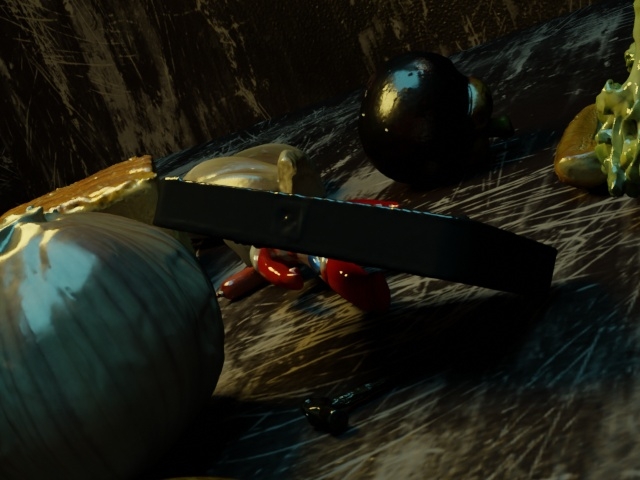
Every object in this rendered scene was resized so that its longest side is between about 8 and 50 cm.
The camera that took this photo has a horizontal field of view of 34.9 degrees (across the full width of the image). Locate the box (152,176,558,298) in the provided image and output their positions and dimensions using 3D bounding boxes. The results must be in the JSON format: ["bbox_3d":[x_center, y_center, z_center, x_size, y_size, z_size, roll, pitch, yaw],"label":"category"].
[{"bbox_3d":[0.029,-0.004,0.964,0.350,0.058,0.211,9,-1,34],"label":"box"}]

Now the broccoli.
[{"bbox_3d":[0.364,-0.158,1.006,0.248,0.245,0.288,-32,8,-2],"label":"broccoli"}]

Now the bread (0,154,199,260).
[{"bbox_3d":[-0.340,0.012,1.559,0.279,0.207,0.279,-23,12,-8],"label":"bread"}]

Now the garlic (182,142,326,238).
[{"bbox_3d":[-0.133,-0.094,1.840,0.325,0.132,0.279,-8,10,32],"label":"garlic"}]

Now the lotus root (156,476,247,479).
[{"bbox_3d":[-0.077,0.195,0.575,0.210,0.120,0.120,-13,15,26],"label":"lotus root"}]

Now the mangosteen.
[{"bbox_3d":[0.182,-0.185,1.577,0.250,0.211,0.211,8,11,-7],"label":"mangosteen"}]

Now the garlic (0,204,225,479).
[{"bbox_3d":[-0.232,0.097,0.922,0.318,0.259,0.317,-18,17,6],"label":"garlic"}]

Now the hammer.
[{"bbox_3d":[0.068,0.117,0.884,0.178,0.021,0.065,-24,13,-19],"label":"hammer"}]

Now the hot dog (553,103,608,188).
[{"bbox_3d":[0.350,-0.124,1.293,0.088,0.061,0.286,-12,16,29],"label":"hot dog"}]

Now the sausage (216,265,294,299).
[{"bbox_3d":[-0.041,0.021,1.415,0.253,0.034,0.034,-28,14,-26],"label":"sausage"}]

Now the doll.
[{"bbox_3d":[0.000,0.000,1.245,0.188,0.099,0.384,-31,24,-31],"label":"doll"}]
